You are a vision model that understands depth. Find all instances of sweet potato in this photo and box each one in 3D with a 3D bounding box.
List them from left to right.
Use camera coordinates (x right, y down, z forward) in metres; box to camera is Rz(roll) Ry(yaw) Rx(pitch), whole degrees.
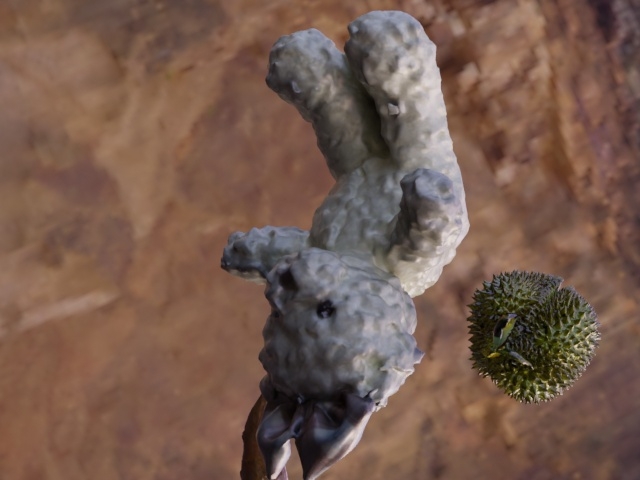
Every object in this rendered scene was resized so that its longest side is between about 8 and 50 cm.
[{"bbox_3d":[-0.068,0.281,2.011,0.060,0.068,0.206,-2,-87,33],"label":"sweet potato"}]

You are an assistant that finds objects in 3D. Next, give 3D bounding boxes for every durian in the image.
[{"bbox_3d":[0.258,0.122,1.975,0.198,0.159,0.146,-93,-164,-57],"label":"durian"}]

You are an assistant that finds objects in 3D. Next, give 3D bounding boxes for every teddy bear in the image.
[{"bbox_3d":[0.000,0.000,1.726,0.327,0.362,0.375,-6,-65,45],"label":"teddy bear"}]
